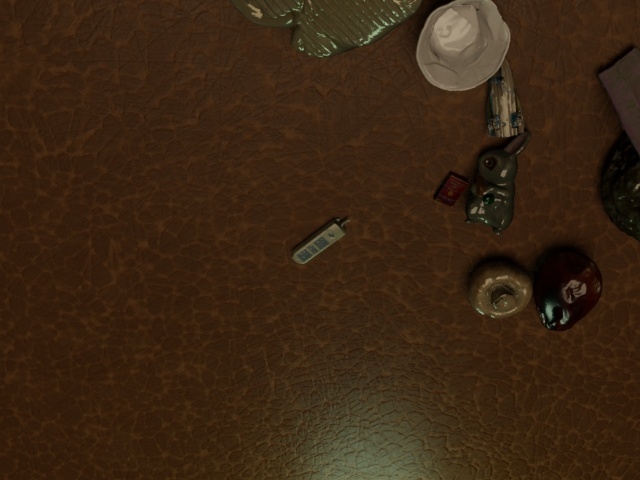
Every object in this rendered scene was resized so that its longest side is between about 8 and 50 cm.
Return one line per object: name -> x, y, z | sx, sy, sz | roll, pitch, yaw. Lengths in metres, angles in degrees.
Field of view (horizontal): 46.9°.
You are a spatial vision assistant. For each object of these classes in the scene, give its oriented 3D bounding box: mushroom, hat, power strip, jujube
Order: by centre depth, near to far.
hat -> 0.290, -0.428, 1.552 | 0.203, 0.126, 0.203 | 0, 123, -1
power strip -> 0.000, 0.000, 1.881 | 0.191, 0.030, 0.047 | -36, 117, 21
jujube -> 0.631, 0.139, 1.904 | 0.168, 0.168, 0.236 | 1, 129, -1
mushroom -> 0.465, 0.132, 1.913 | 0.166, 0.127, 0.166 | 3, 127, 4

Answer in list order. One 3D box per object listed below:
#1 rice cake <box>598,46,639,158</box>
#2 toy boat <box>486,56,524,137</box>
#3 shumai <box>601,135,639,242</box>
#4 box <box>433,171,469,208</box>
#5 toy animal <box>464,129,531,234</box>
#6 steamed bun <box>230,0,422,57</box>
rice cake -> 0.702, -0.266, 1.588 | 0.106, 0.297, 0.050 | -27, 157, 21
toy boat -> 0.410, -0.327, 1.661 | 0.085, 0.066, 0.210 | -5, 112, 15
shumai -> 0.848, -0.096, 1.646 | 0.395, 0.348, 0.395 | 2, 124, 3
box -> 0.319, -0.124, 1.809 | 0.052, 0.023, 0.082 | 24, 119, -14
toy animal -> 0.422, -0.149, 1.754 | 0.126, 0.127, 0.251 | 11, 105, -15
steamed bun -> 0.023, -0.543, 1.406 | 0.368, 0.255, 0.342 | -9, 147, 39
